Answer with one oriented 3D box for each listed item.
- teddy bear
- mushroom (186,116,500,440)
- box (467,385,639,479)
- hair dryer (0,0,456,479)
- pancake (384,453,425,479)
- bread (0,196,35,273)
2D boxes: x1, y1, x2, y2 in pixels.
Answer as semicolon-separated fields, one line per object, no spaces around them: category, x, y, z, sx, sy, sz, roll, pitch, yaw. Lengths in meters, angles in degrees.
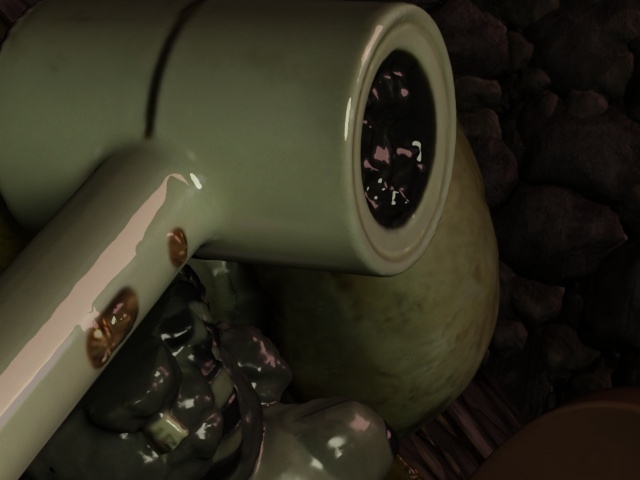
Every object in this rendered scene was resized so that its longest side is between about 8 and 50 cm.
teddy bear;-0.046;0.110;0.871;0.251;0.144;0.171;45;7;-36
mushroom;0.000;0.000;1.291;0.352;0.260;0.352;161;-90;-82
box;0.221;0.241;1.142;0.301;0.301;0.216;54;12;28
hair dryer;-0.095;0.015;0.706;0.362;0.203;0.128;-56;143;-45
pancake;0.124;0.280;1.438;0.376;0.054;0.197;49;-3;-15
bread;-0.183;-0.031;0.912;0.140;0.106;0.236;57;10;30
